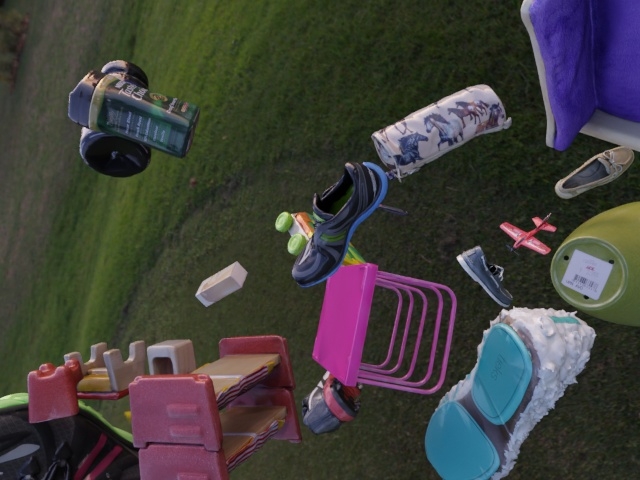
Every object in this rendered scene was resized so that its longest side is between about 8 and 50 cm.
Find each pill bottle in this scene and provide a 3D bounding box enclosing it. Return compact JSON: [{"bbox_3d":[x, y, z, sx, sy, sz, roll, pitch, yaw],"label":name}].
[{"bbox_3d":[-0.385,-0.240,0.931,0.123,0.122,0.219,-42,45,40],"label":"pill bottle"}]

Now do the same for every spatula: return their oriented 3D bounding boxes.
[{"bbox_3d":[0.195,-0.129,1.855,0.084,0.296,0.031,-71,-11,-66],"label":"spatula"}]

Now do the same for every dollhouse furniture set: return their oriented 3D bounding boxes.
[{"bbox_3d":[-0.234,0.231,0.655,0.373,0.201,0.152,-8,90,23],"label":"dollhouse furniture set"}]

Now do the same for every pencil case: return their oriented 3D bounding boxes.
[{"bbox_3d":[0.377,-0.338,1.511,0.409,0.160,0.184,-26,78,0],"label":"pencil case"}]

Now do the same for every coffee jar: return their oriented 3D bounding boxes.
[{"bbox_3d":[-0.291,-0.200,0.765,0.096,0.184,0.079,-93,24,-51],"label":"coffee jar"}]

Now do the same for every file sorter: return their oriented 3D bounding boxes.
[{"bbox_3d":[0.115,0.167,0.945,0.290,0.182,0.202,158,125,-77],"label":"file sorter"}]

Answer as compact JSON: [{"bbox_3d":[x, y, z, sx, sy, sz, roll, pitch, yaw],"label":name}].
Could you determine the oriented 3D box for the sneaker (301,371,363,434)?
[{"bbox_3d":[0.023,0.353,1.088,0.135,0.276,0.098,-42,86,6],"label":"sneaker"}]

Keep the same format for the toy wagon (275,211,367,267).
[{"bbox_3d":[0.000,0.000,1.360,0.068,0.267,0.344,-53,36,14],"label":"toy wagon"}]

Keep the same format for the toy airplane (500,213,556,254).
[{"bbox_3d":[0.558,-0.018,1.285,0.151,0.028,0.151,-13,49,16],"label":"toy airplane"}]

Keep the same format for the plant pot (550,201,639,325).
[{"bbox_3d":[0.601,0.057,0.974,0.274,0.293,0.275,4,96,51],"label":"plant pot"}]

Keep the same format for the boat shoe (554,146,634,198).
[{"bbox_3d":[0.529,-0.133,0.929,0.152,0.048,0.056,-27,76,13],"label":"boat shoe"}]

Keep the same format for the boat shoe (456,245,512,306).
[{"bbox_3d":[0.637,0.135,1.797,0.099,0.319,0.116,-42,26,17],"label":"boat shoe"}]

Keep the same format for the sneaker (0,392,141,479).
[{"bbox_3d":[-0.395,0.395,0.774,0.185,0.482,0.202,-46,41,3],"label":"sneaker"}]

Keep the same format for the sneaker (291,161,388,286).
[{"bbox_3d":[0.010,-0.023,0.624,0.188,0.078,0.067,-58,41,21],"label":"sneaker"}]

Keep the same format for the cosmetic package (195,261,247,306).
[{"bbox_3d":[-0.229,0.102,1.122,0.115,0.041,0.060,-30,24,23],"label":"cosmetic package"}]

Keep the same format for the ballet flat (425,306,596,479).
[{"bbox_3d":[0.274,0.244,0.707,0.409,0.146,0.147,99,149,-45],"label":"ballet flat"}]

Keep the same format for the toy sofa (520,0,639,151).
[{"bbox_3d":[0.430,-0.268,0.701,0.150,0.362,0.177,34,85,40],"label":"toy sofa"}]
